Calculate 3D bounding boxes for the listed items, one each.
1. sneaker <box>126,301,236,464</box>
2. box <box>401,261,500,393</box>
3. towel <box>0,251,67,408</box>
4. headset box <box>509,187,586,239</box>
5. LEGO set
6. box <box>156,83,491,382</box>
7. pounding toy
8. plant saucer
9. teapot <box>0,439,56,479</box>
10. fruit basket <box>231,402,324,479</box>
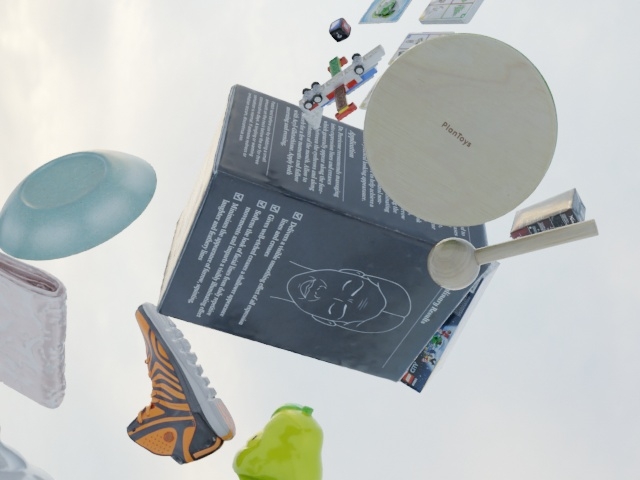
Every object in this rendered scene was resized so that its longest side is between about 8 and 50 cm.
[{"bbox_3d":[-0.315,0.286,1.643,0.321,0.180,0.124,58,2,14],"label":"sneaker"},{"bbox_3d":[0.227,0.139,1.483,0.044,0.159,0.233,30,-73,14],"label":"box"},{"bbox_3d":[-0.537,0.106,1.346,0.053,0.317,0.331,-57,171,-40],"label":"towel"},{"bbox_3d":[0.254,-0.021,0.965,0.083,0.062,0.032,-22,-73,29],"label":"headset box"},{"bbox_3d":[0.073,-0.215,1.017,0.244,0.060,0.182,16,-112,51],"label":"LEGO set"},{"bbox_3d":[0.000,0.000,1.251,0.212,0.396,0.293,-86,-161,-47],"label":"box"},{"bbox_3d":[0.151,-0.087,0.858,0.183,0.110,0.236,-23,-86,14],"label":"pounding toy"},{"bbox_3d":[-0.285,-0.055,0.969,0.195,0.195,0.037,46,-21,48],"label":"plant saucer"},{"bbox_3d":[-0.536,0.464,1.342,0.253,0.187,0.256,-33,-111,0],"label":"teapot"},{"bbox_3d":[-0.120,0.498,1.608,0.392,0.283,0.391,173,-90,-86],"label":"fruit basket"}]
